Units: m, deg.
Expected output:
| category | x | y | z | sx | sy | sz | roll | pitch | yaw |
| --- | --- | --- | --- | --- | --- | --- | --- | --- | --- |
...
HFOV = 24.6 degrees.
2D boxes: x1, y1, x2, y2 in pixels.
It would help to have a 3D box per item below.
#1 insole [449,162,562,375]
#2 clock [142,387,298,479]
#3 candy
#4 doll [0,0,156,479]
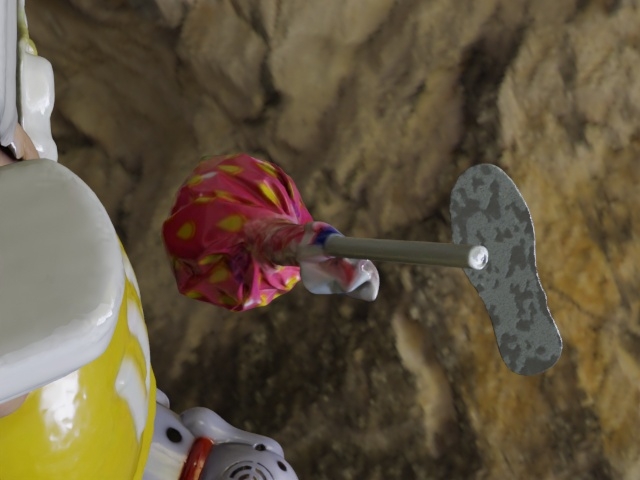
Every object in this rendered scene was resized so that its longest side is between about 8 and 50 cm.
| category | x | y | z | sx | sy | sz | roll | pitch | yaw |
| --- | --- | --- | --- | --- | --- | --- | --- | --- | --- |
| insole | 0.147 | 0.025 | 1.163 | 0.065 | 0.193 | 0.006 | -19 | -156 | 7 |
| clock | -0.131 | 0.224 | 1.346 | 0.253 | 0.189 | 0.189 | 14 | -130 | 3 |
| candy | 0.000 | 0.000 | 1.018 | 0.124 | 0.124 | 0.365 | -48 | -156 | -21 |
| doll | -0.156 | 0.030 | 0.692 | 0.161 | 0.348 | 0.423 | 1 | 180 | -8 |
